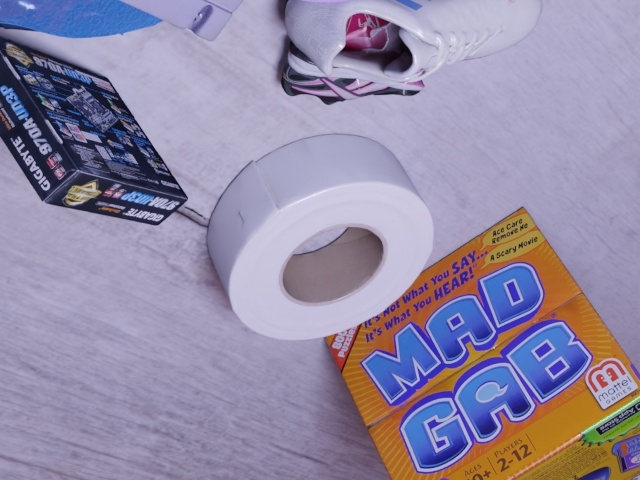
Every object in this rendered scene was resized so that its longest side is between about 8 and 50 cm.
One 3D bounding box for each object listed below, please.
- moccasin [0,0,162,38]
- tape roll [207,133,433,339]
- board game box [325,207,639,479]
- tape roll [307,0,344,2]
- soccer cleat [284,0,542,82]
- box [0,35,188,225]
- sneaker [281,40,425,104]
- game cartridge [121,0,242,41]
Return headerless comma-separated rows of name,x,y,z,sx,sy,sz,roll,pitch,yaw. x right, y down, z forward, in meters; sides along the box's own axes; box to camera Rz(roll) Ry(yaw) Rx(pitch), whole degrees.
moccasin,-0.293,-0.267,1.085,0.342,0.117,0.137,0,121,-22
tape roll,0.000,0.000,1.531,0.286,0.100,0.286,-15,139,-13
board game box,0.288,0.250,1.750,0.357,0.356,0.356,-34,139,8
tape roll,0.021,-0.373,1.155,0.275,0.090,0.274,-16,139,-14
soccer cleat,0.121,-0.227,1.320,0.331,0.143,0.116,-5,135,-24
box,-0.241,-0.105,1.174,0.051,0.175,0.220,-39,164,14
sneaker,0.032,-0.194,1.380,0.178,0.072,0.077,8,141,-24
game cartridge,-0.151,-0.315,0.957,0.355,0.068,0.230,17,113,-52
